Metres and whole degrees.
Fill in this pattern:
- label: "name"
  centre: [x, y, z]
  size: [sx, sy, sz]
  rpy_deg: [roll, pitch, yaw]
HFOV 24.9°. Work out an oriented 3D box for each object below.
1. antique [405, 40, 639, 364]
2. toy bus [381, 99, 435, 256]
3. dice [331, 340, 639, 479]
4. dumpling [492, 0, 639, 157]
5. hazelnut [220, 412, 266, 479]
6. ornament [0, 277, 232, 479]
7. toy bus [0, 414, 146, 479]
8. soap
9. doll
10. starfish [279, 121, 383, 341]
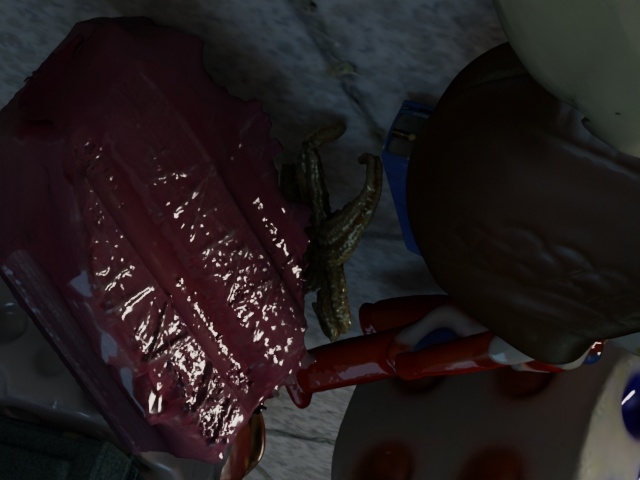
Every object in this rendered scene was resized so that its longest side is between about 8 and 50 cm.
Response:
- label: "antique"
  centre: [0.172, -0.035, 0.933]
  size: [0.224, 0.129, 0.278]
  rpy_deg: [23, 143, 12]
- label: "toy bus"
  centre: [0.083, -0.042, 1.097]
  size: [0.051, 0.061, 0.153]
  rpy_deg: [17, 156, 21]
- label: "dice"
  centre: [0.186, 0.214, 1.302]
  size: [0.259, 0.251, 0.243]
  rpy_deg: [-5, 142, 41]
- label: "dumpling"
  centre: [0.229, -0.137, 0.635]
  size: [0.316, 0.233, 0.395]
  rpy_deg: [9, 174, 10]
- label: "hazelnut"
  centre: [-0.175, 0.219, 1.643]
  size: [0.217, 0.217, 0.251]
  rpy_deg: [19, 177, 3]
- label: "ornament"
  centre: [-0.195, 0.088, 1.345]
  size: [0.240, 0.239, 0.240]
  rpy_deg: [14, 153, 12]
- label: "toy bus"
  centre: [-0.285, 0.227, 1.250]
  size: [0.275, 0.138, 0.167]
  rpy_deg: [11, 151, 22]
- label: "soap"
  centre: [-0.124, -0.004, 1.074]
  size: [0.127, 0.220, 0.324]
  rpy_deg: [11, 141, 40]
- label: "doll"
  centre: [0.154, 0.066, 1.156]
  size: [0.384, 0.188, 0.099]
  rpy_deg: [-15, 99, 41]
- label: "starfish"
  centre: [-0.009, 0.001, 1.163]
  size: [0.053, 0.150, 0.209]
  rpy_deg: [-5, 151, -27]
